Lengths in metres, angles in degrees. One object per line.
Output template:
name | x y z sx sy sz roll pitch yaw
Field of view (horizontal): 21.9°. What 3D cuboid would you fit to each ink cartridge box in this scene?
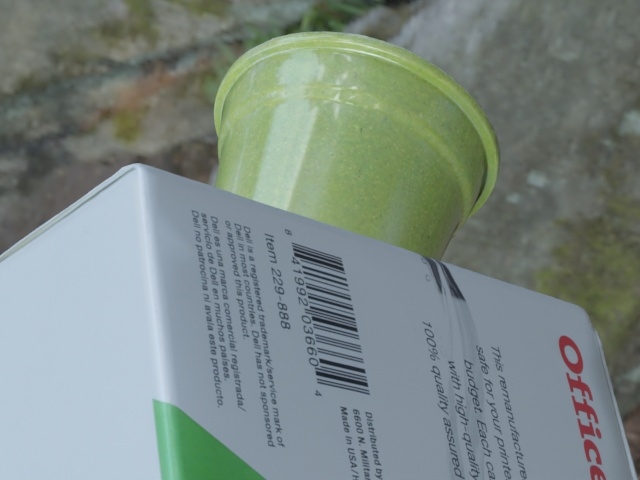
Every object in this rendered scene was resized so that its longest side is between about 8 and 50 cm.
ink cartridge box | 0.009 0.115 0.697 0.121 0.289 0.211 -31 56 36

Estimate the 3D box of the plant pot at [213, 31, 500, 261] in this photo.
plant pot | 0.000 0.000 1.479 0.276 0.276 0.254 -46 20 52
